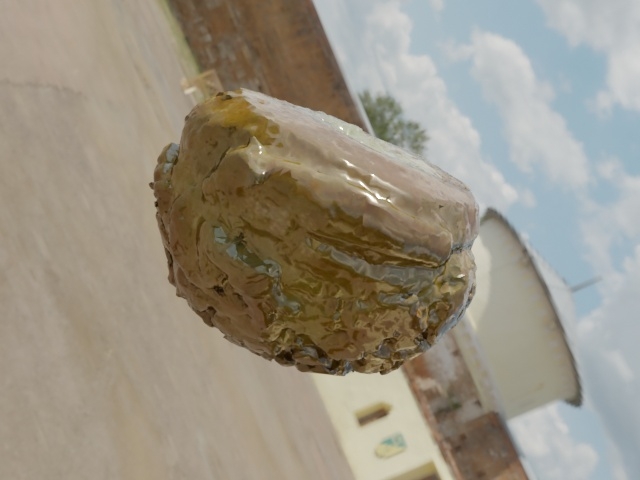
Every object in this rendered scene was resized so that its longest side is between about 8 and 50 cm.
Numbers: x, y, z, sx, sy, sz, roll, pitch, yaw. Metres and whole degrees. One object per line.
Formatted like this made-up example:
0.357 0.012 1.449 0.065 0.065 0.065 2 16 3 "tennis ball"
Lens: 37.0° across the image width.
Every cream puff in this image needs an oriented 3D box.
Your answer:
-0.002 0.002 0.400 0.144 0.103 0.126 16 17 -27 "cream puff"
